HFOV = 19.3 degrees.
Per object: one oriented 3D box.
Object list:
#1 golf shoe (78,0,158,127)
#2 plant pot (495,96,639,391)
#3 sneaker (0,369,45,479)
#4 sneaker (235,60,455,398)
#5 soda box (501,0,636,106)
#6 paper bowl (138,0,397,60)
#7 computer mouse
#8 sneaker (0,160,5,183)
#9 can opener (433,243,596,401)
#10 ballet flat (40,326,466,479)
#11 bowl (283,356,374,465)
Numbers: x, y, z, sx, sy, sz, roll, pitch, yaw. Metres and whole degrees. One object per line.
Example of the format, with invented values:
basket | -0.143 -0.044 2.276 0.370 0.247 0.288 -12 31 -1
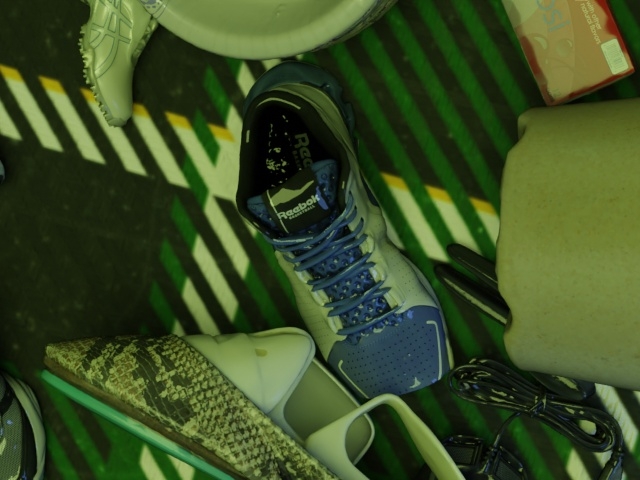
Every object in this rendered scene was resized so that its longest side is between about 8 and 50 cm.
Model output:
golf shoe | -0.176 -0.192 1.701 0.086 0.069 0.176 -6 97 4
plant pot | 0.311 0.006 1.531 0.305 0.334 0.334 2 97 17
sneaker | -0.341 0.133 1.721 0.101 0.153 0.269 -18 94 11
sneaker | 0.000 -0.001 1.636 0.127 0.182 0.316 -22 93 12
soda box | 0.185 -0.250 1.620 0.083 0.092 0.263 -23 93 13
paper bowl | -0.037 -0.301 1.609 0.284 0.148 0.284 3 102 17
computer mouse | 0.166 0.243 1.709 0.184 0.060 0.262 18 99 -4
sneaker | -0.443 -0.057 1.746 0.292 0.110 0.118 -21 86 3
can opener | 0.183 0.066 1.680 0.186 0.073 0.059 42 109 11
ballet flat | -0.008 0.192 1.630 0.483 0.164 0.182 38 85 3
bowl | -0.033 0.170 1.728 0.142 0.053 0.142 45 100 2
